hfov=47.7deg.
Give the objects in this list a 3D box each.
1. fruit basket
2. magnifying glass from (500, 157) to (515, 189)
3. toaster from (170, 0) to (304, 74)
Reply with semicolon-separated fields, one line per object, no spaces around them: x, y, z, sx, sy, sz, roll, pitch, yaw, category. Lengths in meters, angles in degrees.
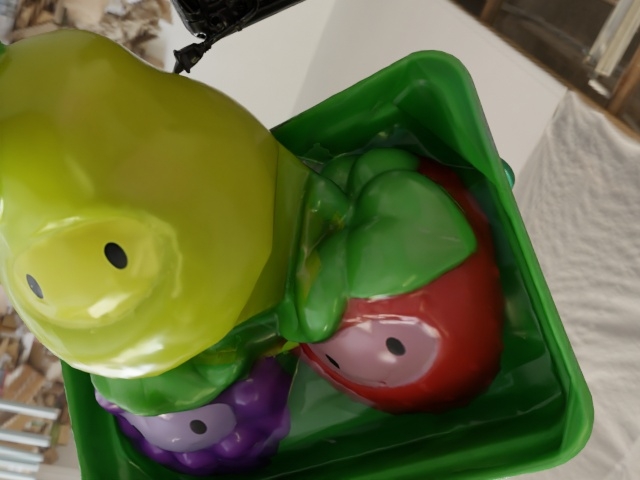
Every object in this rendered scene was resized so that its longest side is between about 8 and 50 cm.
-0.055;0.038;0.452;0.392;0.391;0.283;-42;-119;60;fruit basket
0.229;-0.137;1.272;0.026;0.230;0.092;-53;161;-41;magnifying glass
-0.043;-0.219;0.407;0.110;0.185;0.168;57;-9;37;toaster
